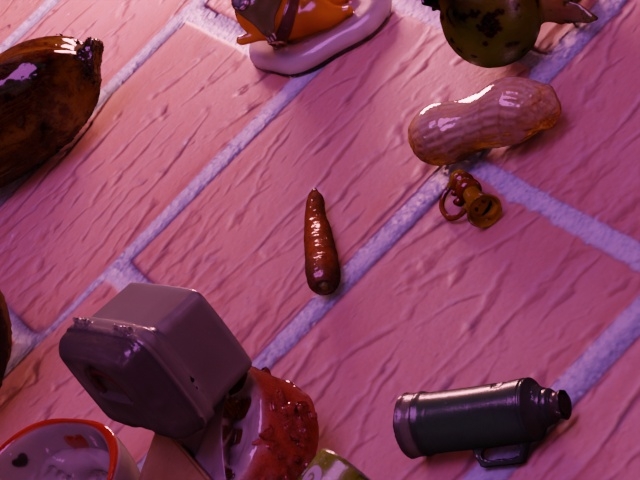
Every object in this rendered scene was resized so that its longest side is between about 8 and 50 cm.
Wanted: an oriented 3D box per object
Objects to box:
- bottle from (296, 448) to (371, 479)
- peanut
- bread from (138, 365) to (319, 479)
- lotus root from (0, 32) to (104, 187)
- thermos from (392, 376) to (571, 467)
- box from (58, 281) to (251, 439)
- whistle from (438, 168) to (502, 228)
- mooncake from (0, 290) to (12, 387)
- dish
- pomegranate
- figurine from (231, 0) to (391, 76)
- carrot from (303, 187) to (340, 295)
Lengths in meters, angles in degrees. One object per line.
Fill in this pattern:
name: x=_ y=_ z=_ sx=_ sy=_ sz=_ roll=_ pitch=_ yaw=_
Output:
bottle: x=-0.064 y=0.376 z=1.673 sx=0.330 sy=0.093 sz=0.093 roll=-51 pitch=39 yaw=-14
peanut: x=0.203 y=-0.151 z=1.984 sx=0.206 sy=0.087 sz=0.087 roll=-16 pitch=43 yaw=28
bread: x=-0.099 y=0.247 z=1.806 sx=0.212 sy=0.142 sz=0.224 roll=-55 pitch=36 yaw=3
lotus root: x=-0.512 y=-0.207 z=2.565 sx=0.397 sy=0.179 sz=0.196 roll=-30 pitch=41 yaw=14
thermos: x=0.174 y=0.190 z=1.676 sx=0.187 sy=0.073 sz=0.083 roll=-12 pitch=44 yaw=31
box: x=-0.189 y=0.131 z=1.770 sx=0.129 sy=0.148 sz=0.210 roll=-44 pitch=23 yaw=-22
whistle: x=0.182 y=-0.049 z=1.951 sx=0.046 sy=0.057 sz=0.109 roll=1 pitch=22 yaw=-19
mooncake: x=-0.626 y=0.151 z=2.128 sx=0.246 sy=0.393 sz=0.394 roll=29 pitch=107 yaw=50
dish: x=-0.316 y=0.343 z=1.898 sx=0.256 sy=0.117 sz=0.256 roll=-22 pitch=40 yaw=21
pomegranate: x=0.254 y=-0.314 z=2.058 sx=0.220 sy=0.156 sz=0.156 roll=-15 pitch=44 yaw=23
figurine: x=-0.033 y=-0.356 z=2.346 sx=0.250 sy=0.141 sz=0.167 roll=-20 pitch=40 yaw=24
carrot: x=0.000 y=0.000 z=2.042 sx=0.047 sy=0.047 sz=0.191 roll=-26 pitch=36 yaw=17
